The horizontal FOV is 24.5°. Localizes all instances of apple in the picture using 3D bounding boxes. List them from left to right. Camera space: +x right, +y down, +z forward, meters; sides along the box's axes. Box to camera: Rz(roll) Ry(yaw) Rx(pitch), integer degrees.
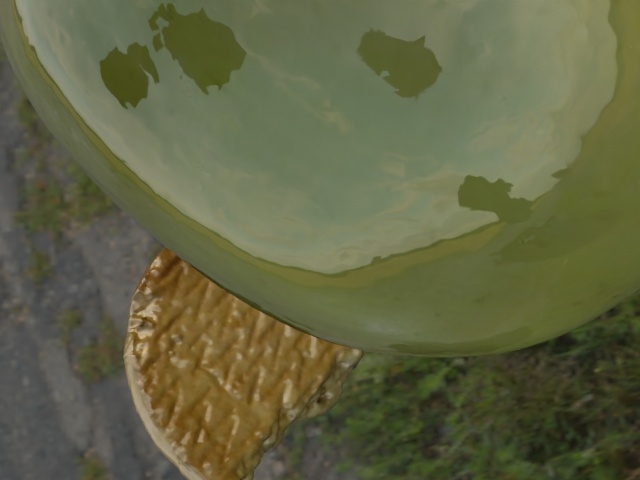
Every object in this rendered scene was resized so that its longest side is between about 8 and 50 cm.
[{"bbox_3d":[0.028,-0.092,0.481,0.262,0.262,0.262,5,97,42],"label":"apple"}]

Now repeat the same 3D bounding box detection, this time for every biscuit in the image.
[{"bbox_3d":[-0.046,0.056,0.920,0.144,0.224,0.033,35,139,4],"label":"biscuit"}]
